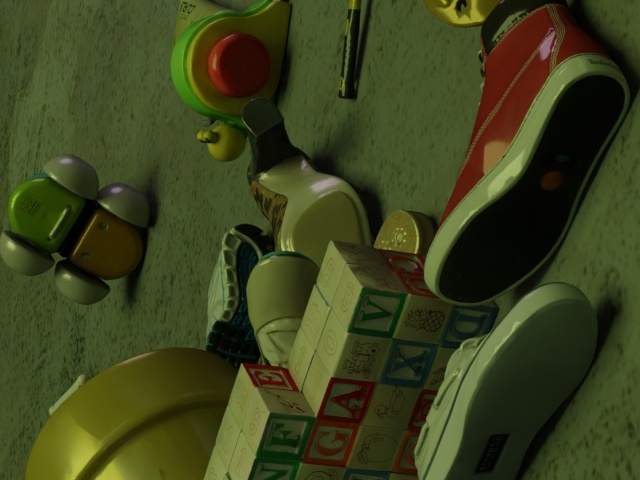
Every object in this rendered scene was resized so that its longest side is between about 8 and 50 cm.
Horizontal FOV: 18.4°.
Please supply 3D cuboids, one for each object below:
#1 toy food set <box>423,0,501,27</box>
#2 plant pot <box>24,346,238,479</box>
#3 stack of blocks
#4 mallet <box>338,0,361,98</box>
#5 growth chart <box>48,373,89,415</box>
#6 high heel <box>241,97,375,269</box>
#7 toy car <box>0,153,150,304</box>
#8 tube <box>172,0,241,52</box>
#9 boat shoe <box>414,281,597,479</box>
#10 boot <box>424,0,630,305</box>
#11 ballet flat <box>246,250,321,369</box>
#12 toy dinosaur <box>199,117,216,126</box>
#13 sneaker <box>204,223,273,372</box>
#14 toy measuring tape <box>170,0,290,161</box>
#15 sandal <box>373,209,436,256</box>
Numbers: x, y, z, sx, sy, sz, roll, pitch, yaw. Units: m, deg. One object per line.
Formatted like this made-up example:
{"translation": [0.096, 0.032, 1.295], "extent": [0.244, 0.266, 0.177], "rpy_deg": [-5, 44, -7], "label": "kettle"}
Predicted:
{"translation": [0.150, -0.280, 1.672], "extent": [0.128, 0.071, 0.218], "rpy_deg": [-6, 78, 41], "label": "toy food set"}
{"translation": [-0.124, 0.271, 1.907], "extent": [0.239, 0.254, 0.254], "rpy_deg": [47, 127, 41], "label": "plant pot"}
{"translation": [0.015, 0.153, 1.690], "extent": [0.087, 0.171, 0.297], "rpy_deg": [-123, 47, -56], "label": "stack of blocks"}
{"translation": [0.031, -0.237, 1.956], "extent": [0.062, 0.039, 0.190], "rpy_deg": [-147, 64, -63], "label": "mallet"}
{"translation": [-0.329, 0.297, 2.606], "extent": [0.172, 0.021, 0.237], "rpy_deg": [128, 144, -50], "label": "growth chart"}
{"translation": [0.000, 0.000, 1.940], "extent": [0.186, 0.093, 0.261], "rpy_deg": [76, 169, -67], "label": "high heel"}
{"translation": [-0.312, -0.022, 2.485], "extent": [0.159, 0.182, 0.136], "rpy_deg": [-58, 21, 7], "label": "toy car"}
{"translation": [-0.139, -0.245, 2.314], "extent": [0.070, 0.062, 0.240], "rpy_deg": [-40, 19, -7], "label": "tube"}
{"translation": [0.130, 0.116, 1.538], "extent": [0.258, 0.095, 0.084], "rpy_deg": [-62, 34, 35], "label": "boat shoe"}
{"translation": [0.144, -0.081, 1.588], "extent": [0.244, 0.088, 0.176], "rpy_deg": [-60, 31, 25], "label": "boot"}
{"translation": [-0.021, 0.099, 1.824], "extent": [0.248, 0.086, 0.086], "rpy_deg": [80, -177, -60], "label": "ballet flat"}
{"translation": [-0.108, -0.146, 2.232], "extent": [0.082, 0.047, 0.090], "rpy_deg": [35, 104, 44], "label": "toy dinosaur"}
{"translation": [-0.090, 0.084, 2.094], "extent": [0.083, 0.071, 0.191], "rpy_deg": [135, 146, -63], "label": "sneaker"}
{"translation": [-0.095, -0.251, 2.144], "extent": [0.121, 0.121, 0.330], "rpy_deg": [-174, 93, -66], "label": "toy measuring tape"}
{"translation": [0.032, 0.086, 1.768], "extent": [0.088, 0.079, 0.240], "rpy_deg": [29, 109, 49], "label": "sandal"}
